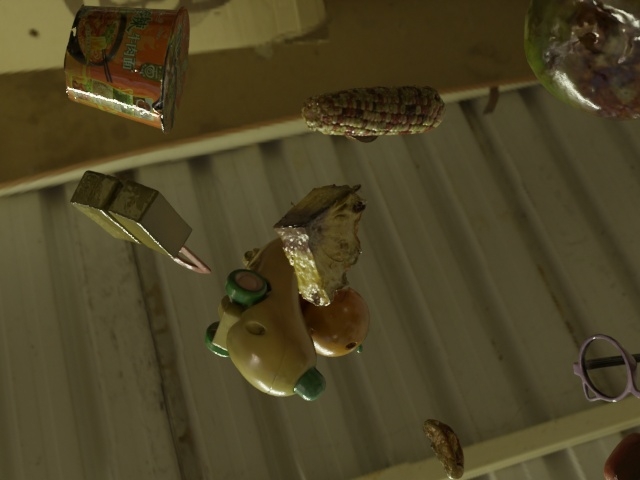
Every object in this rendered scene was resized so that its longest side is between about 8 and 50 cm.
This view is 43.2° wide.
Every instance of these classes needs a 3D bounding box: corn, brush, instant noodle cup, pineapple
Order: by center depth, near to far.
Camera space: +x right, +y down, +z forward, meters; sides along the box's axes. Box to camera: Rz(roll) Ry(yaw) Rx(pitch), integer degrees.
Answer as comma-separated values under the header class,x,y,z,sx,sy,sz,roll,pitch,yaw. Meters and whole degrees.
class,x,y,z,sx,sy,sz,roll,pitch,yaw
pineapple,0.000,0.000,0.870,0.069,0.116,0.137,-2,-103,38
brush,-0.197,-0.002,0.983,0.103,0.233,0.047,18,-108,23
corn,0.092,-0.217,1.353,0.253,0.086,0.086,-6,-123,-25
instant noodle cup,-0.346,-0.322,1.456,0.182,0.230,0.230,11,-122,-3

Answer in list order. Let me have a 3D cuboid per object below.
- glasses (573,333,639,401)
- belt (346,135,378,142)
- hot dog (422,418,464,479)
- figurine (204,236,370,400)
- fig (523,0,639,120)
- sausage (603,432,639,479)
class,x,y,z,sx,sy,sz,roll,pitch,yaw
glasses,0.284,0.097,0.636,0.104,0.140,0.062,-9,-86,-30
belt,0.071,-0.212,1.491,0.036,0.083,0.059,21,-102,54
hot dog,0.174,0.280,1.103,0.030,0.034,0.090,9,-137,-43
figurine,-0.031,0.100,1.180,0.222,0.124,0.324,22,-148,1
fig,0.299,-0.206,0.774,0.191,0.181,0.181,-12,-127,-49
sausage,0.447,0.319,1.161,0.059,0.054,0.094,38,-91,18
